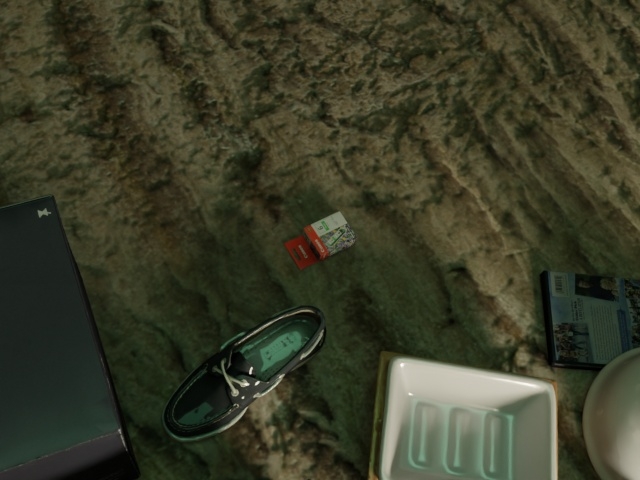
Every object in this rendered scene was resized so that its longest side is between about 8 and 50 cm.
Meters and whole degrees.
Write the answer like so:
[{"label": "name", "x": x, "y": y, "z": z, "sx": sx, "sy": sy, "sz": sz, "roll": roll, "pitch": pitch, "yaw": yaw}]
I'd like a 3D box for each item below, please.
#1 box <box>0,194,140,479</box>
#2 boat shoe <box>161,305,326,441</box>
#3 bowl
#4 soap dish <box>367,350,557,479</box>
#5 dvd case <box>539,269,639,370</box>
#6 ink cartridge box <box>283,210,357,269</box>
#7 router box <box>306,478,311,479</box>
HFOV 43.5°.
[{"label": "box", "x": -0.392, "y": 0.170, "z": 1.111, "sx": 0.179, "sy": 0.312, "sz": 0.343, "roll": -17, "pitch": 66, "yaw": -16}, {"label": "boat shoe", "x": -0.119, "y": 0.199, "z": 1.263, "sx": 0.303, "sy": 0.091, "sz": 0.114, "roll": -38, "pitch": 74, "yaw": -24}, {"label": "bowl", "x": 0.582, "y": 0.296, "z": 1.276, "sx": 0.298, "sy": 0.134, "sz": 0.297, "roll": 0, "pitch": 68, "yaw": 0}, {"label": "soap dish", "x": 0.218, "y": 0.309, "z": 1.244, "sx": 0.291, "sy": 0.118, "sz": 0.228, "roll": 10, "pitch": 62, "yaw": -4}, {"label": "dvd case", "x": 0.522, "y": 0.148, "z": 1.430, "sx": 0.253, "sy": 0.022, "sz": 0.180, "roll": 6, "pitch": 63, "yaw": -6}, {"label": "ink cartridge box", "x": 0.000, "y": 0.000, "z": 1.419, "sx": 0.115, "sy": 0.029, "sz": 0.062, "roll": -25, "pitch": 70, "yaw": -20}, {"label": "router box", "x": -0.131, "y": 0.450, "z": 1.047, "sx": 0.309, "sy": 0.243, "sz": 0.081, "roll": -29, "pitch": 71, "yaw": -21}]
